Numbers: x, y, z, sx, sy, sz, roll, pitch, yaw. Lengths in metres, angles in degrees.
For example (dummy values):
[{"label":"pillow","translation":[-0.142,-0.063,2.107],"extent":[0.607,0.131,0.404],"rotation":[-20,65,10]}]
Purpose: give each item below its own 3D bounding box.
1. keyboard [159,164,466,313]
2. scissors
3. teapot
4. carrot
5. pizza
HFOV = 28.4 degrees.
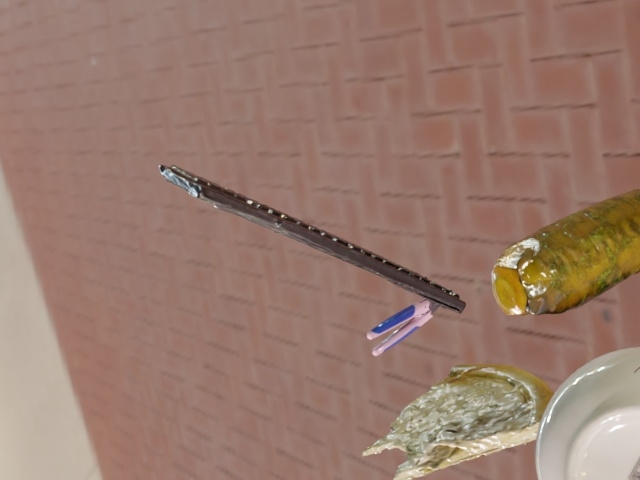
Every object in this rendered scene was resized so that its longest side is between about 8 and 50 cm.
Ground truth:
[{"label":"keyboard","translation":[0.000,0.000,0.933],"extent":[0.087,0.250,0.017],"rotation":[28,93,59]},{"label":"scissors","translation":[0.102,0.090,1.443],"extent":[0.012,0.113,0.039],"rotation":[42,159,46]},{"label":"teapot","translation":[0.301,0.217,1.196],"extent":[0.208,0.166,0.300],"rotation":[26,117,3]},{"label":"carrot","translation":[0.238,0.015,1.152],"extent":[0.082,0.173,0.082],"rotation":[49,151,40]},{"label":"pizza","translation":[0.176,0.234,1.667],"extent":[0.181,0.262,0.034],"rotation":[-117,5,-59]}]
